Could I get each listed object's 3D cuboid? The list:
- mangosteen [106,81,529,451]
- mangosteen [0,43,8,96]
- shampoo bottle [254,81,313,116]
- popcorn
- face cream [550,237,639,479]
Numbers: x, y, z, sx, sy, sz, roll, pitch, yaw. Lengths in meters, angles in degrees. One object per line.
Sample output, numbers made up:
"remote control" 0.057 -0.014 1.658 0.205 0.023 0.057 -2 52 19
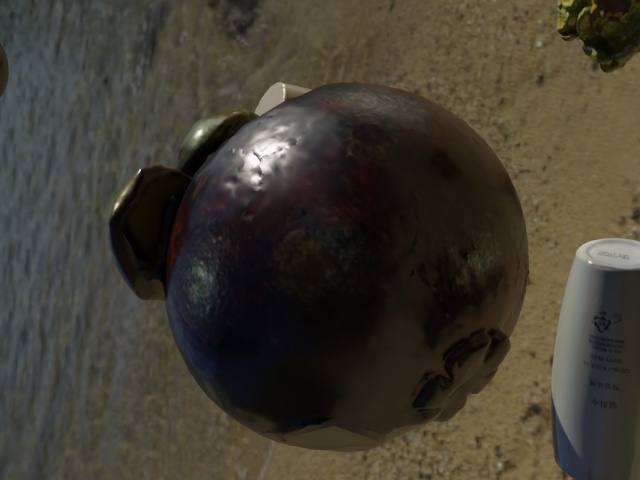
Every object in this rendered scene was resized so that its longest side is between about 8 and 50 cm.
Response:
"mangosteen" 0.008 0.015 0.708 0.311 0.311 0.311 -18 69 59
"mangosteen" -0.378 -0.181 0.896 0.140 0.140 0.140 -18 69 59
"shampoo bottle" 0.052 -0.077 0.948 0.078 0.257 0.127 3 74 61
"popcorn" 0.194 -0.154 0.596 0.059 0.068 0.083 119 148 -77
"face cream" 0.176 0.088 0.549 0.072 0.051 0.182 7 117 28
